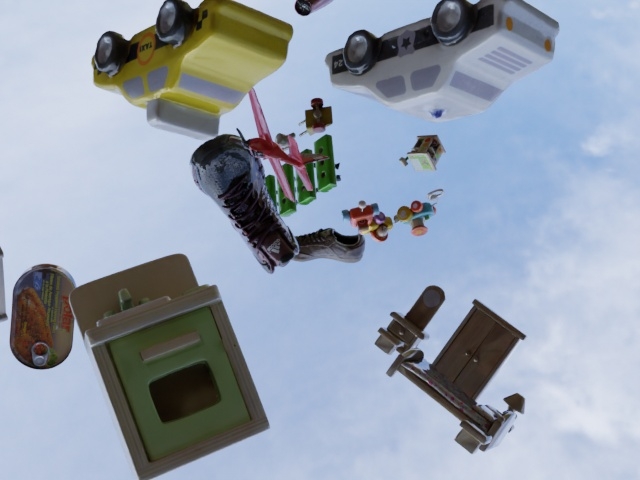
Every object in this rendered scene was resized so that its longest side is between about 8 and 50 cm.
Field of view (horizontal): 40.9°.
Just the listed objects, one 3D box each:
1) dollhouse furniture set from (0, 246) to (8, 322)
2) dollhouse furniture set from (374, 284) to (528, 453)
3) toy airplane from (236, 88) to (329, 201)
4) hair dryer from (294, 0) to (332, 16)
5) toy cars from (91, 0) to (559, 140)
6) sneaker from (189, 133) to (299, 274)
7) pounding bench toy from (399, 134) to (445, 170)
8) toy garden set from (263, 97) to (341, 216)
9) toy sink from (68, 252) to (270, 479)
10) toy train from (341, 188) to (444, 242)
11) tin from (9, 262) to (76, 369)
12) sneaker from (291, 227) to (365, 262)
[{"bbox_3d":[-0.732,0.042,1.476,0.303,0.198,0.286,-18,-122,-31],"label":"dollhouse furniture set"},{"bbox_3d":[0.218,0.180,1.434,0.303,0.355,0.174,36,-85,21],"label":"dollhouse furniture set"},{"bbox_3d":[-0.046,-0.096,0.958,0.028,0.151,0.151,-36,-134,-27],"label":"toy airplane"},{"bbox_3d":[-0.040,-0.560,1.696,0.223,0.080,0.294,12,-121,-43],"label":"hair dryer"},{"bbox_3d":[-0.009,-0.130,0.705,0.393,0.176,0.087,0,-99,5],"label":"toy cars"},{"bbox_3d":[-0.097,-0.043,1.339,0.106,0.281,0.163,-35,-119,-2],"label":"sneaker"},{"bbox_3d":[0.215,-0.189,1.839,0.083,0.052,0.065,2,-131,39],"label":"pounding bench toy"},{"bbox_3d":[-0.042,-0.159,1.777,0.049,0.244,0.204,10,-116,-36],"label":"toy garden set"},{"bbox_3d":[-0.175,0.131,0.964,0.152,0.131,0.234,-19,-97,-19],"label":"toy sink"},{"bbox_3d":[0.114,-0.031,1.339,0.166,0.125,0.046,-11,-107,-8],"label":"toy train"},{"bbox_3d":[-0.477,0.131,1.484,0.106,0.190,0.040,8,-165,-9],"label":"tin"},{"bbox_3d":[0.000,0.000,1.778,0.188,0.071,0.066,3,-143,-10],"label":"sneaker"}]
